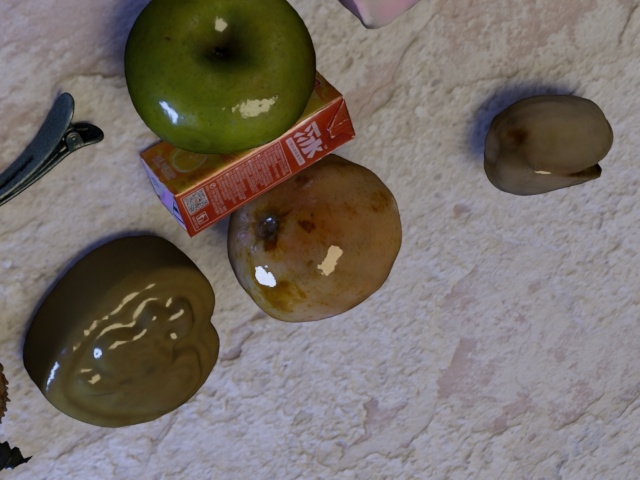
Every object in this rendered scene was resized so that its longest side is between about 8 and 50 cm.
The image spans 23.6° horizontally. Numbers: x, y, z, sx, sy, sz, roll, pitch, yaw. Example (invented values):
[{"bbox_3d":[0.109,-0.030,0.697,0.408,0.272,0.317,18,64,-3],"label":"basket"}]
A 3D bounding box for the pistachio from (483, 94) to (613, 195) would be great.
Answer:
[{"bbox_3d":[0.296,-0.121,1.969,0.206,0.131,0.129,-9,137,-38],"label":"pistachio"}]

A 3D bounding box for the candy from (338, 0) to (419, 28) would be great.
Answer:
[{"bbox_3d":[0.011,-0.350,1.538,0.116,0.155,0.265,-40,139,-8],"label":"candy"}]

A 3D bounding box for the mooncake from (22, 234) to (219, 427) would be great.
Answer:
[{"bbox_3d":[-0.228,0.118,1.779,0.235,0.117,0.234,-23,137,-24],"label":"mooncake"}]

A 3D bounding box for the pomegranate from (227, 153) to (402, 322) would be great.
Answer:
[{"bbox_3d":[-0.007,0.000,1.781,0.207,0.207,0.207,-21,134,-23],"label":"pomegranate"}]

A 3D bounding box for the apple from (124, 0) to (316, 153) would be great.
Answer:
[{"bbox_3d":[-0.104,-0.178,1.577,0.196,0.196,0.157,-28,167,-16],"label":"apple"}]

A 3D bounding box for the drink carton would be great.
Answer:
[{"bbox_3d":[-0.080,-0.106,1.715,0.223,0.096,0.071,-32,137,-12],"label":"drink carton"}]

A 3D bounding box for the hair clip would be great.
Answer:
[{"bbox_3d":[-0.333,-0.060,1.605,0.229,0.039,0.070,-40,140,-2],"label":"hair clip"}]

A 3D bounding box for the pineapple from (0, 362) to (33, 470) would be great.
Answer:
[{"bbox_3d":[-0.410,0.247,1.748,0.130,0.119,0.277,-36,144,-36],"label":"pineapple"}]
